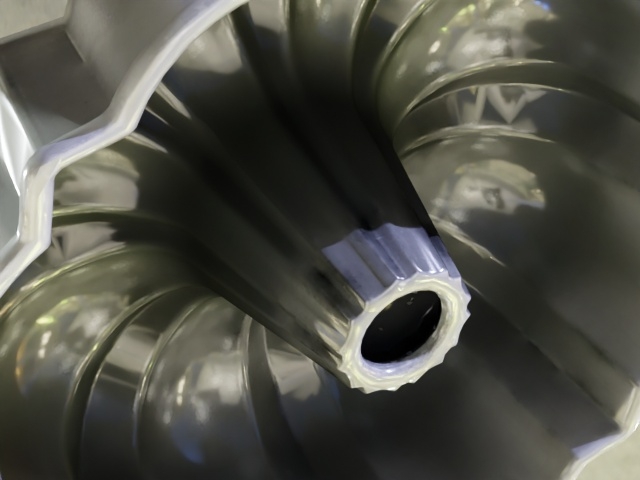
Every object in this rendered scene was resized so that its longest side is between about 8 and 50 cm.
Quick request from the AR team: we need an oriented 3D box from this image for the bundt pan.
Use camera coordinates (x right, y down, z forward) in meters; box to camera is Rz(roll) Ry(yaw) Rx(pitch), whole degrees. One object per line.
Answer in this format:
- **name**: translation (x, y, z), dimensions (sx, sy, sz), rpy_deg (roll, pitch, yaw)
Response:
- **bundt pan**: translation (0.000, 0.000, 0.528), dimensions (0.331, 0.124, 0.331), rpy_deg (-20, 134, -23)
